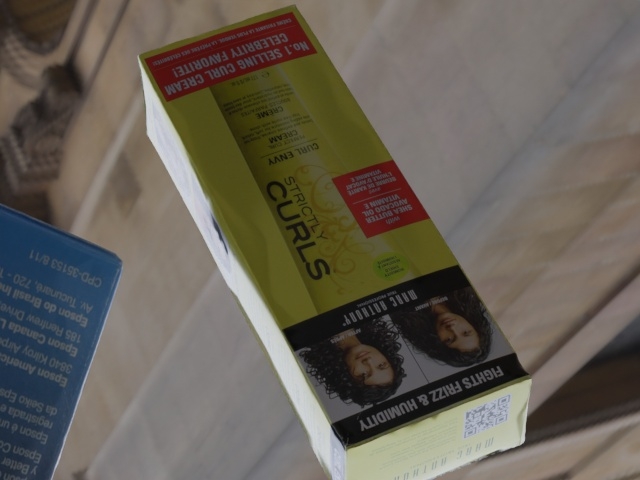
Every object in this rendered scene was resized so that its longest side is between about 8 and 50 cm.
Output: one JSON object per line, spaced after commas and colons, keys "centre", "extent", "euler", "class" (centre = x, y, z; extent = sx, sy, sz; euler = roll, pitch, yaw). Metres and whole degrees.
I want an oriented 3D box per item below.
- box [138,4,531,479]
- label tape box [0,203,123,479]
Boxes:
{"centre": [0.000, 0.000, 0.687], "extent": [0.087, 0.058, 0.232], "euler": [-19, -127, -13], "class": "box"}
{"centre": [-0.271, 0.125, 0.750], "extent": [0.249, 0.115, 0.347], "euler": [26, -104, -33], "class": "label tape box"}
